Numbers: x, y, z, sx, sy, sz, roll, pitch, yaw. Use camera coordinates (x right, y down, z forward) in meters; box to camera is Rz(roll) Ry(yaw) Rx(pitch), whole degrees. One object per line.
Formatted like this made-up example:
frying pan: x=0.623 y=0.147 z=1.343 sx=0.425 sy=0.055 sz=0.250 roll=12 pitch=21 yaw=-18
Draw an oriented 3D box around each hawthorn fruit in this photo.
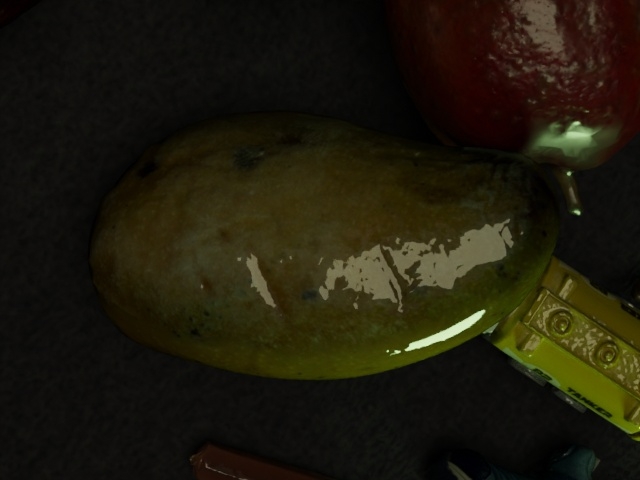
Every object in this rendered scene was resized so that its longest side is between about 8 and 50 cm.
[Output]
hawthorn fruit: x=0.152 y=-0.138 z=1.133 sx=0.215 sy=0.215 sz=0.249 roll=-11 pitch=100 yaw=-8

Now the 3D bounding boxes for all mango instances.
mango: x=-0.002 y=0.007 z=1.111 sx=0.329 sy=0.175 sz=0.176 roll=7 pitch=120 yaw=10

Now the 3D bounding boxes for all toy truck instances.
toy truck: x=0.173 y=0.057 z=1.198 sx=0.227 sy=0.114 sz=0.098 roll=33 pitch=90 yaw=-11

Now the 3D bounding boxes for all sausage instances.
sausage: x=-0.031 y=0.187 z=1.220 sx=0.147 sy=0.035 sz=0.030 roll=19 pitch=96 yaw=-9

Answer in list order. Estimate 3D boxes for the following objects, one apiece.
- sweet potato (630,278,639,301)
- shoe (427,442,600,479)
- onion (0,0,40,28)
sweet potato: x=0.297 y=0.009 z=1.248 sx=0.153 sy=0.041 sz=0.038 roll=-29 pitch=83 yaw=-18
shoe: x=0.182 y=0.209 z=1.240 sx=0.207 sy=0.091 sz=0.106 roll=23 pitch=70 yaw=-7
onion: x=-0.267 y=-0.259 z=1.035 sx=0.276 sy=0.276 sz=0.276 roll=-1 pitch=96 yaw=-9
